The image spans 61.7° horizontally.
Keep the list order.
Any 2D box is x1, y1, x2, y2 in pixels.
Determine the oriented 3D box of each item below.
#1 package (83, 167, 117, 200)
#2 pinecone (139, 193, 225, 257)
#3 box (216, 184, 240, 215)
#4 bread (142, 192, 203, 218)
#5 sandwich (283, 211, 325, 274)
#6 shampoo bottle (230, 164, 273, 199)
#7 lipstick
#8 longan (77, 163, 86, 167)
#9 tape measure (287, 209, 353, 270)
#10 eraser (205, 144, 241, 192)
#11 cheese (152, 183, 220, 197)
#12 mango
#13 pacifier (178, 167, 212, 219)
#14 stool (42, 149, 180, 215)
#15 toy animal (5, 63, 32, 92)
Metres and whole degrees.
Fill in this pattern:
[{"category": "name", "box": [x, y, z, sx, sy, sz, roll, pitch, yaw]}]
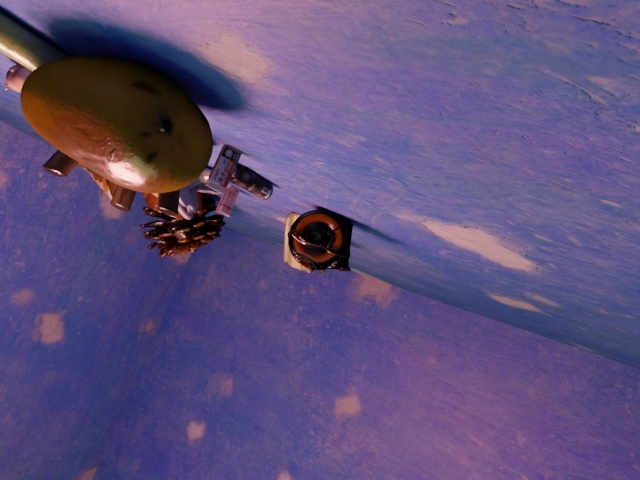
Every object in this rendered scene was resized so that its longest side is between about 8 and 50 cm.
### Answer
[{"category": "package", "box": [-0.804, -0.318, 2.033, 0.311, 0.165, 0.221, 38, 147, 32]}, {"category": "pinecone", "box": [-0.672, -0.109, 2.554, 0.397, 0.398, 0.398, 22, 173, 3]}, {"category": "box", "box": [-0.355, -0.155, 2.059, 0.050, 0.117, 0.036, 30, 166, -38]}, {"category": "bread", "box": [-0.602, -0.196, 2.207, 0.246, 0.135, 0.232, 29, -154, 15]}, {"category": "sandwich", "box": [-0.063, 0.020, 2.151, 0.155, 0.198, 0.227, 18, 173, 33]}, {"category": "shampoo bottle", "box": [-0.232, -0.190, 1.642, 0.063, 0.057, 0.207, 16, 172, 44]}, {"category": "lipstick", "box": [-0.594, -0.390, 1.169, 0.076, 0.076, 0.304, 17, 171, 36]}, {"category": "longan", "box": [-0.709, -0.315, 1.642, 0.220, 0.196, 0.196, 32, -178, 44]}, {"category": "tape measure", "box": [0.000, 0.000, 1.782, 0.223, 0.202, 0.135, 8, 172, -3]}, {"category": "eraser", "box": [-0.261, -0.192, 1.444, 0.052, 0.122, 0.029, 27, 175, -29]}, {"category": "cheese", "box": [-0.521, -0.218, 2.081, 0.286, 0.163, 0.082, 9, 138, -25]}, {"category": "mango", "box": [-0.428, -0.244, 1.106, 0.445, 0.220, 0.301, 20, 160, 25]}, {"category": "pacifier", "box": [-0.442, -0.201, 1.897, 0.207, 0.227, 0.279, -19, 174, 1]}, {"category": "stool", "box": [-0.508, -0.220, 1.425, 0.310, 0.226, 0.310, 7, 162, 38]}, {"category": "toy animal", "box": [-0.808, -0.440, 1.458, 0.089, 0.083, 0.150, 11, -166, -43]}]
